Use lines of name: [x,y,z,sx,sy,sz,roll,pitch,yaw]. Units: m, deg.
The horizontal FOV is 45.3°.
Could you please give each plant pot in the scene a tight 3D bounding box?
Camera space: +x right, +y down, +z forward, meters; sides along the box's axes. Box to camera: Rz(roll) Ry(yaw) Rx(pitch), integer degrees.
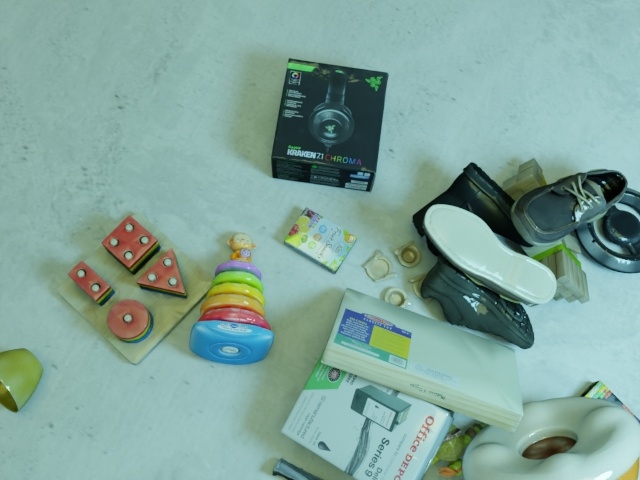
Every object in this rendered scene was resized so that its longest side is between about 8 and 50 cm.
plant pot: [-0.653,0.285,1.637,0.134,0.134,0.095,40,52,10]

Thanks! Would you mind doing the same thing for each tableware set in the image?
tableware set: [0.192,0.084,1.778,0.141,0.020,0.168,-27,76,-10]

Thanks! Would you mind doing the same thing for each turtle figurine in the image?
turtle figurine: [0.246,0.421,1.639,0.270,0.087,0.217,-24,75,-9]

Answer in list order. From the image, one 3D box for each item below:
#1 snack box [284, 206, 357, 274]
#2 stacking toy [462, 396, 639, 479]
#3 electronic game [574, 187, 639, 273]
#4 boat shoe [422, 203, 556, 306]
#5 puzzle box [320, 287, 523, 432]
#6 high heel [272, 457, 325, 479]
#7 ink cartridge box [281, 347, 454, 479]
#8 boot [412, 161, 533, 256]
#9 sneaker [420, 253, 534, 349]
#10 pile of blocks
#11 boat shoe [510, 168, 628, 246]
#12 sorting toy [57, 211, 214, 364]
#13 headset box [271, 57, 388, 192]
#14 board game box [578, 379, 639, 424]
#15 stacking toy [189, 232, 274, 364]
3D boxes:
snack box: [0.000,0.000,1.787,0.141,0.037,0.100,31,75,7]
stacking toy: [0.511,0.585,1.522,0.351,0.350,0.479,-22,100,-9]
electronic game: [0.715,-0.028,1.817,0.229,0.048,0.229,1,65,-3]
boat shoe: [0.349,0.037,1.649,0.324,0.097,0.116,31,73,-6]
puzzle box: [0.217,0.241,1.613,0.409,0.272,0.052,20,113,3]
high heel: [-0.060,0.599,1.566,0.186,0.093,0.261,25,64,12]
ink cartridge box: [0.101,0.375,1.581,0.289,0.121,0.211,27,86,19]
boot: [0.351,-0.026,1.740,0.246,0.094,0.207,47,115,10]
sneaker: [0.351,0.152,1.719,0.286,0.109,0.130,40,118,4]
pile of blocks: [0.513,-0.010,1.791,0.113,0.149,0.362,-29,59,34]
boat shoe: [0.547,-0.093,1.672,0.355,0.130,0.132,-23,73,-41]
sorting toy: [-0.416,0.096,1.715,0.255,0.089,0.257,41,75,10]
headset box: [0.024,-0.282,1.828,0.246,0.131,0.283,9,72,0]
board game box: [0.600,0.416,1.676,0.170,0.048,0.141,-41,77,-13]
stacking toy: [-0.184,0.108,1.706,0.175,0.165,0.301,9,57,-9]
